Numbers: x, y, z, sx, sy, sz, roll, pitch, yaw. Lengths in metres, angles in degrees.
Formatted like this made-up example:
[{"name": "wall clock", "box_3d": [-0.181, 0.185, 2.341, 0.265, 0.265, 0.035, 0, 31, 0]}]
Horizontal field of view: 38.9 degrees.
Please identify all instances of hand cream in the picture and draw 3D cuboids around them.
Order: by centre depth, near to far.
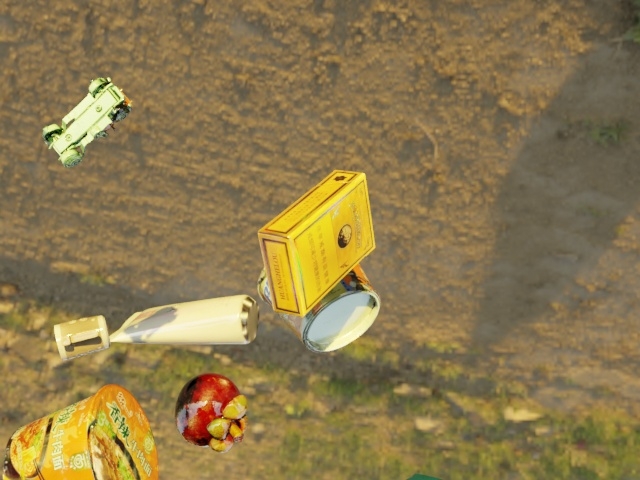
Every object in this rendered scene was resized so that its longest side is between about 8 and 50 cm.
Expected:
[{"name": "hand cream", "box_3d": [-0.329, 0.199, 2.221, 0.359, 0.185, 0.117, -4, 109, 15]}]

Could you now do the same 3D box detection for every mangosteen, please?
[{"name": "mangosteen", "box_3d": [-0.249, 0.410, 2.138, 0.200, 0.199, 0.199, 5, 151, 3]}]

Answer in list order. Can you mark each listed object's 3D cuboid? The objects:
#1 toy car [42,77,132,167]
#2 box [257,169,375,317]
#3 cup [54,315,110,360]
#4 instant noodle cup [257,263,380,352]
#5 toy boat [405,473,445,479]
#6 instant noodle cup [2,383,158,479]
[{"name": "toy car", "box_3d": [-0.353, -0.178, 1.379, 0.143, 0.073, 0.054, -43, 169, 9]}, {"name": "box", "box_3d": [0.000, 0.000, 1.920, 0.084, 0.301, 0.192, 11, 125, 32]}, {"name": "cup", "box_3d": [-0.476, 0.186, 1.809, 0.099, 0.074, 0.102, -14, 151, -13]}, {"name": "instant noodle cup", "box_3d": [0.011, 0.143, 2.388, 0.297, 0.214, 0.296, -23, 142, -19]}, {"name": "toy boat", "box_3d": [0.203, 0.358, 1.041, 0.299, 0.061, 0.096, 38, 116, -9]}, {"name": "instant noodle cup", "box_3d": [-0.404, 0.373, 1.518, 0.182, 0.230, 0.230, -16, 146, 12]}]
